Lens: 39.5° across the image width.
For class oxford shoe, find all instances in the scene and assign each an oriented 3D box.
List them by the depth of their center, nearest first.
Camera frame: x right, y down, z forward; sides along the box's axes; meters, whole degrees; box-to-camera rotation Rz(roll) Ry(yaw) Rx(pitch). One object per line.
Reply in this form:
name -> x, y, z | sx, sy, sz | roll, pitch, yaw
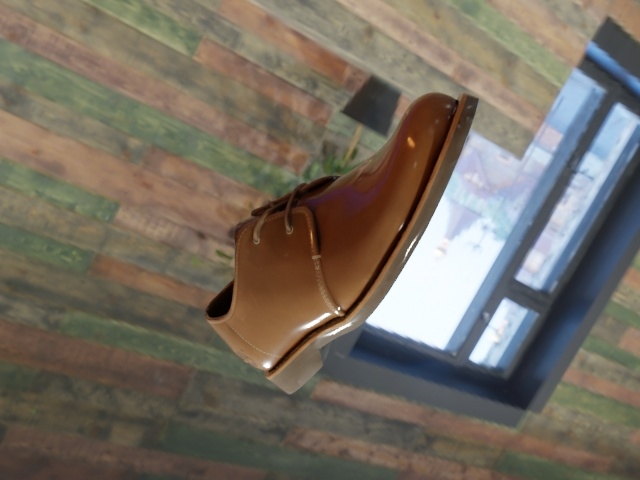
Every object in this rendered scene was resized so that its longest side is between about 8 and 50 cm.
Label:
oxford shoe -> 0.000, 0.000, 0.433 | 0.076, 0.212, 0.076 | 33, -139, -6
